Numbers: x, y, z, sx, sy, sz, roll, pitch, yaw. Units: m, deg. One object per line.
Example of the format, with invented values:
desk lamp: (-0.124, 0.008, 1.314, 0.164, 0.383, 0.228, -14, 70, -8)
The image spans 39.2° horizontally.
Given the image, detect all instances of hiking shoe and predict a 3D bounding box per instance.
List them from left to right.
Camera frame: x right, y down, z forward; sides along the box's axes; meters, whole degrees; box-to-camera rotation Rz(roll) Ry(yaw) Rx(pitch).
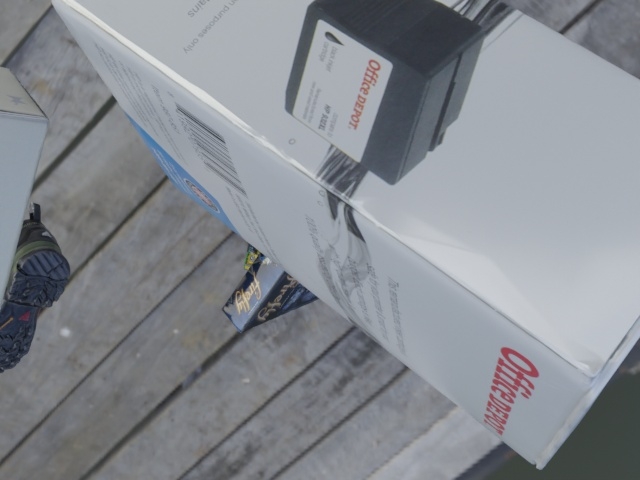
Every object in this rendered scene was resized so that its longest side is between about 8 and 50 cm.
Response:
hiking shoe: (-0.369, 0.065, 1.043, 0.086, 0.114, 0.227, 25, 117, -42)

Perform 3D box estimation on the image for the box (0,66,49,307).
box: (-0.287, 0.012, 0.635, 0.113, 0.094, 0.275, 5, 117, -39)

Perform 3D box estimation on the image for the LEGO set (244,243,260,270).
LEGO set: (0.001, -0.057, 1.491, 0.192, 0.255, 0.331, 20, 144, 5)

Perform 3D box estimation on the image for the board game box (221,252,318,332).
board game box: (0.000, 0.000, 1.074, 0.042, 0.165, 0.243, 49, 127, 17)

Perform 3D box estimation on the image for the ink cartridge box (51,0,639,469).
ink cartridge box: (0.038, -0.036, 0.487, 0.129, 0.307, 0.223, -49, 160, -12)
